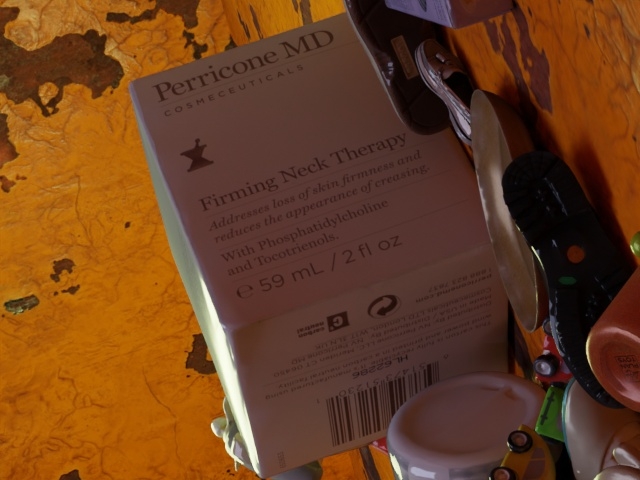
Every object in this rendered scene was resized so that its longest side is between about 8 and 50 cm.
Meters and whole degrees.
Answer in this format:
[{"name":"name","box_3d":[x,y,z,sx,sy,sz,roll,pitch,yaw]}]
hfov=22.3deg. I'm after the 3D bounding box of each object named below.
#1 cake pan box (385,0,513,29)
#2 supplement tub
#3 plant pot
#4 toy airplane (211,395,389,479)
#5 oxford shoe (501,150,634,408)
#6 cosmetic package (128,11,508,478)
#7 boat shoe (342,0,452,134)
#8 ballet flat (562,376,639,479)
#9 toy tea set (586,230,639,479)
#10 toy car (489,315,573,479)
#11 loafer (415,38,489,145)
[{"name":"cake pan box","box_3d":[0.082,-0.337,1.494,0.246,0.070,0.266,-141,33,-73]},{"name":"supplement tub","box_3d":[0.197,0.322,1.817,0.193,0.194,0.316,-123,16,-63]},{"name":"plant pot","box_3d":[0.186,-0.031,1.535,0.236,0.032,0.236,168,90,-87]},{"name":"toy airplane","box_3d":[0.033,0.235,2.163,0.386,0.272,0.384,26,-154,-22]},{"name":"oxford shoe","box_3d":[0.226,0.032,1.377,0.096,0.083,0.227,4,-113,-78]},{"name":"cosmetic package","box_3d":[0.000,0.000,1.918,0.327,0.329,0.393,81,167,-52]},{"name":"boat shoe","box_3d":[0.074,-0.238,1.712,0.095,0.095,0.257,-110,4,-64]},{"name":"ballet flat","box_3d":[0.278,0.221,1.468,0.086,0.086,0.248,-119,11,-54]},{"name":"toy tea set","box_3d":[0.293,0.145,1.119,0.200,0.124,0.336,26,140,36]},{"name":"toy car","box_3d":[0.229,0.163,1.537,0.239,0.053,0.225,-70,-19,-2]},{"name":"loafer","box_3d":[0.140,-0.157,1.645,0.125,0.045,0.039,62,154,16]}]
